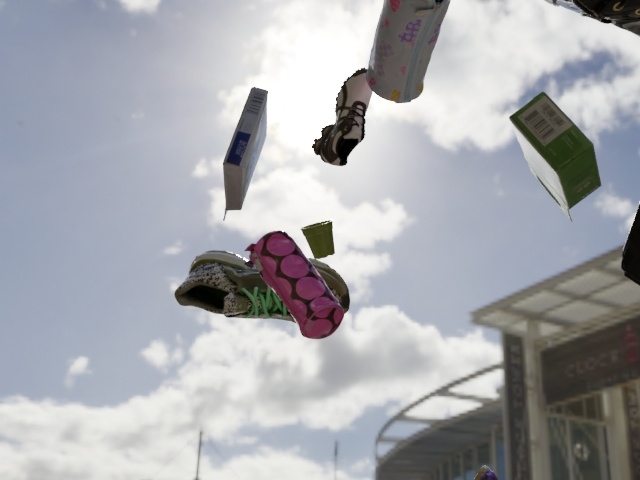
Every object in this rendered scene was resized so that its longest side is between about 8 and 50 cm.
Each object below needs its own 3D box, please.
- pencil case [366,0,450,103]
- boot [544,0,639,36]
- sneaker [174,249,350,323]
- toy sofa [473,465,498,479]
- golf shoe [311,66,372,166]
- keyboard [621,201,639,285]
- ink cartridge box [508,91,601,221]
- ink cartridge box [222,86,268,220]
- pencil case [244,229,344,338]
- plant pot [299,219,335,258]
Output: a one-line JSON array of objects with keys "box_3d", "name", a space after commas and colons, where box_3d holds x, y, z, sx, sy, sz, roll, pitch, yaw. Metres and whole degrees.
[{"box_3d": [0.161, -0.374, 1.676, 0.113, 0.124, 0.273, -21, -30, -27], "name": "pencil case"}, {"box_3d": [0.474, -0.319, 1.278, 0.284, 0.138, 0.377, 35, 22, 20], "name": "boot"}, {"box_3d": [-0.137, 0.130, 2.047, 0.410, 0.158, 0.182, 4, 22, 23], "name": "sneaker"}, {"box_3d": [0.317, 0.534, 1.601, 0.150, 0.177, 0.362, 30, -15, 31], "name": "toy sofa"}, {"box_3d": [0.064, -0.231, 1.808, 0.077, 0.198, 0.094, 13, 19, -39], "name": "golf shoe"}, {"box_3d": [0.505, 0.020, 1.130, 0.033, 0.317, 0.202, -4, -62, -32], "name": "keyboard"}, {"box_3d": [0.340, -0.115, 1.339, 0.062, 0.109, 0.209, -37, -27, 6], "name": "ink cartridge box"}, {"box_3d": [-0.163, -0.183, 2.069, 0.045, 0.223, 0.224, 14, -32, 3], "name": "ink cartridge box"}, {"box_3d": [-0.048, 0.080, 1.677, 0.095, 0.209, 0.098, -51, -31, 19], "name": "pencil case"}, {"box_3d": [0.000, 0.000, 2.186, 0.083, 0.079, 0.083, -14, 6, 1], "name": "plant pot"}]
